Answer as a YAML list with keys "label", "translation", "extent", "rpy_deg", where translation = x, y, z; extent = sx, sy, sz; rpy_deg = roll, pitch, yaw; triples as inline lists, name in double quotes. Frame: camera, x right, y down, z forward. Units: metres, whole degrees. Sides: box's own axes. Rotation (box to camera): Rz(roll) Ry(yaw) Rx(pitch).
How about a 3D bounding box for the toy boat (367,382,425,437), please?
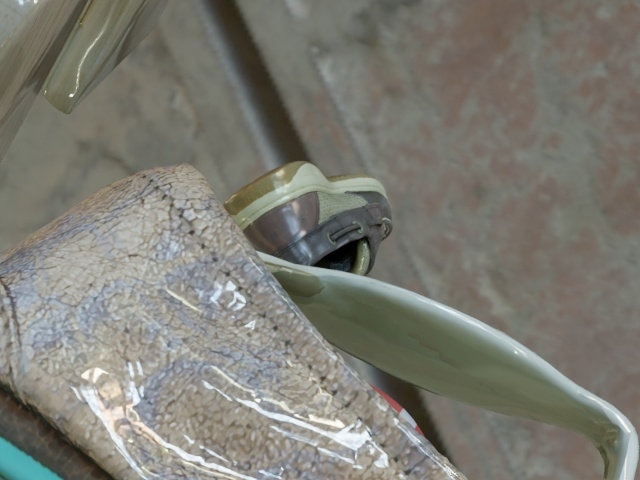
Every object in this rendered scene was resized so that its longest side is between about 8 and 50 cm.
- label: "toy boat"
  translation: [-0.027, 0.163, 0.965]
  extent: [0.231, 0.151, 0.151]
  rpy_deg: [-43, 3, -29]

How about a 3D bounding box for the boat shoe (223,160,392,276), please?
- label: "boat shoe"
  translation: [0.000, 0.000, 0.822]
  extent: [0.056, 0.152, 0.049]
  rpy_deg: [-28, 79, 17]

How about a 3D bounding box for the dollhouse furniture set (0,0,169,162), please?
- label: "dollhouse furniture set"
  translation: [-0.095, -0.157, 0.407]
  extent: [0.161, 0.212, 0.242]
  rpy_deg: [-52, 1, 45]

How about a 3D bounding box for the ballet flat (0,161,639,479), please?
- label: "ballet flat"
  translation: [0.055, 0.090, 0.383]
  extent: [0.316, 0.106, 0.107]
  rpy_deg: [39, 151, 8]
